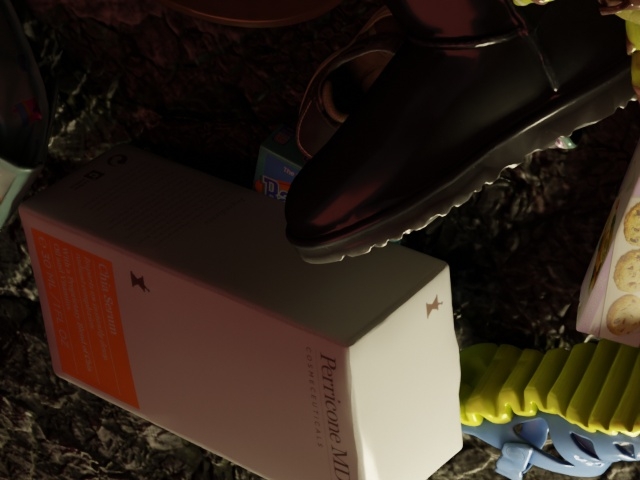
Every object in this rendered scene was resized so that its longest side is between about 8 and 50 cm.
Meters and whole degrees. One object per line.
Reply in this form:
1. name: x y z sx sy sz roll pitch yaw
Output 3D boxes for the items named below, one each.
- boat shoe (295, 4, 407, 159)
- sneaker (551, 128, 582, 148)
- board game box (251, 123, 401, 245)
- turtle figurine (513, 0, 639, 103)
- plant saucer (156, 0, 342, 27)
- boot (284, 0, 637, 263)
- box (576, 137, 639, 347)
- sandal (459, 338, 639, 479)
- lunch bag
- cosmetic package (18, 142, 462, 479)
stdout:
1. boat shoe: 0.027 -0.141 1.757 0.080 0.073 0.223 42 138 -1
2. sneaker: 0.189 -0.121 1.681 0.069 0.038 0.098 -7 120 39
3. board game box: 0.000 0.000 1.918 0.160 0.047 0.210 28 137 15
4. turtle figurine: 0.265 -0.200 1.417 0.269 0.087 0.217 -21 122 24
5. plant saucer: -0.091 -0.296 1.675 0.278 0.041 0.278 12 147 8
6. boot: 0.030 -0.246 1.520 0.367 0.146 0.445 -31 112 5
7. box: 0.300 -0.035 1.644 0.067 0.063 0.324 14 135 0
8. sandal: 0.259 0.177 1.836 0.317 0.126 0.138 1 129 47
9. lunch bag: -0.389 -0.129 1.975 0.262 0.160 0.223 60 140 12
10. cosmetic package: -0.085 0.085 1.882 0.453 0.161 0.230 20 131 36
